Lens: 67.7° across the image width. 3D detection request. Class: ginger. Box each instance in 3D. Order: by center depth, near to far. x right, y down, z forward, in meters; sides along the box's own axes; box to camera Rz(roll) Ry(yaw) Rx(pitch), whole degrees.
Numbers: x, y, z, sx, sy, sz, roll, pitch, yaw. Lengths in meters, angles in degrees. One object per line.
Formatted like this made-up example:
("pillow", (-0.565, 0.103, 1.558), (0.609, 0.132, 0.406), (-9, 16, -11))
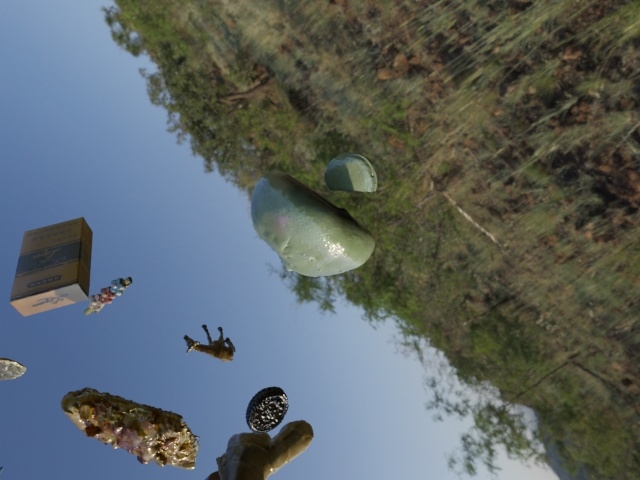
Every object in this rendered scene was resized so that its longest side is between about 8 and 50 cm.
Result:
("ginger", (-0.145, 0.458, 0.901), (0.148, 0.333, 0.081), (24, 135, 16))

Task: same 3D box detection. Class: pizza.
("pizza", (-0.371, 0.401, 0.991), (0.335, 0.226, 0.086), (45, -137, -29))

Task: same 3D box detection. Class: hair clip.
("hair clip", (-0.700, 0.182, 1.555), (0.062, 0.214, 0.056), (59, -158, 16))

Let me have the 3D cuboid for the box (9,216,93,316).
("box", (-0.646, 0.058, 1.162), (0.070, 0.152, 0.237), (83, 170, -45))

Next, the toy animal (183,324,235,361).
("toy animal", (-0.329, 0.322, 1.452), (0.149, 0.054, 0.275), (49, -176, 1))

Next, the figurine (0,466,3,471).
("figurine", (-0.705, 0.521, 0.948), (0.263, 0.162, 0.143), (25, 133, 26))

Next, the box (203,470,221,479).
("box", (-0.336, 0.973, 1.663), (0.301, 0.216, 0.301), (31, -175, -3))

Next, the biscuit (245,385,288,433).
("biscuit", (-0.206, 0.656, 1.846), (0.053, 0.194, 0.194), (22, 158, 49))

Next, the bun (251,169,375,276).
("bun", (-0.037, -0.018, 1.008), (0.283, 0.179, 0.283), (34, -176, -3))

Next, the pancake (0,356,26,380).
("pancake", (-1.151, 0.469, 1.723), (0.151, 0.151, 0.025), (49, -166, -48))

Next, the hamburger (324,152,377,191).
("hamburger", (0.069, -0.152, 1.042), (0.054, 0.121, 0.084), (-40, -45, -57))
